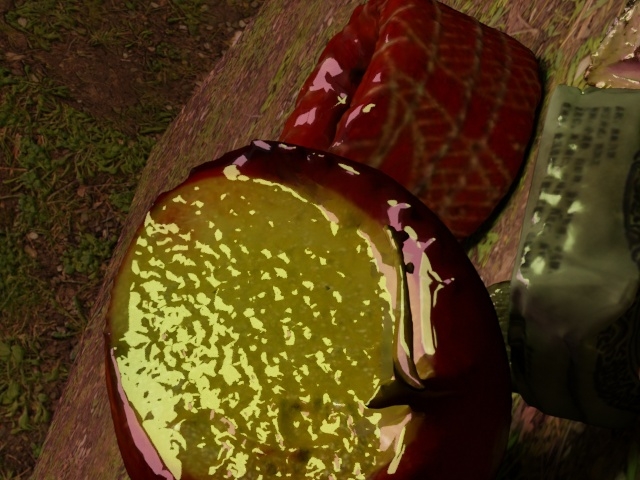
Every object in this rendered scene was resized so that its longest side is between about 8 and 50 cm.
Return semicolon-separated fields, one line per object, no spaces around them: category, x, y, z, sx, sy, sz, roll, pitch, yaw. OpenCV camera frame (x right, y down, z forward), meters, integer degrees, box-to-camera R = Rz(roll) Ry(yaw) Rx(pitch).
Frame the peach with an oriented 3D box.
peach;-0.004;0.124;1.487;0.335;0.310;0.406;-24;52;5

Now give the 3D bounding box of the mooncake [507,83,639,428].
mooncake;0.243;0.023;1.506;0.250;0.136;0.254;76;-154;-53

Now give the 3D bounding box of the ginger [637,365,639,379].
ginger;0.318;0.053;1.371;0.216;0.102;0.157;-68;9;-19

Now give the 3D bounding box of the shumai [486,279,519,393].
shumai;0.201;0.095;1.701;0.099;0.124;0.087;-35;-5;1

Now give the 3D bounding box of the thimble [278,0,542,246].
thimble;0.101;-0.137;2.180;0.350;0.230;0.350;-56;15;23

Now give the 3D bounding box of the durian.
durian;0.349;-0.202;1.668;0.182;0.132;0.165;-64;7;6
